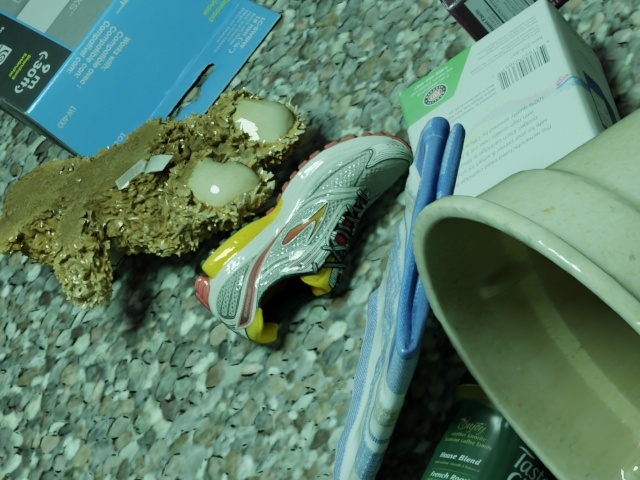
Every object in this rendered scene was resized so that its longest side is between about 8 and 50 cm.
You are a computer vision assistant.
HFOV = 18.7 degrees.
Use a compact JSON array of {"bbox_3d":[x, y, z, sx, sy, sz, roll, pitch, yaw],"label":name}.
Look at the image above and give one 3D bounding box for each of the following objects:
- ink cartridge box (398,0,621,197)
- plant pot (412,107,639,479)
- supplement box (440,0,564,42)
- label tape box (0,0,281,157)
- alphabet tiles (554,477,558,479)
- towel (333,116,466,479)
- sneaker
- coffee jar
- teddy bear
[{"bbox_3d":[0.163,-0.067,1.564,0.154,0.093,0.212,-33,39,19],"label":"ink cartridge box"},{"bbox_3d":[0.280,0.014,1.225,0.305,0.334,0.334,-41,36,-15],"label":"plant pot"},{"bbox_3d":[0.186,-0.265,1.720,0.188,0.081,0.104,-40,39,10],"label":"supplement box"},{"bbox_3d":[-0.228,-0.214,2.047,0.240,0.106,0.334,-53,38,-6],"label":"label tape box"},{"bbox_3d":[0.181,0.206,1.382,0.198,0.009,0.237,-46,39,2],"label":"alphabet tiles"},{"bbox_3d":[0.055,0.062,1.455,0.034,0.285,0.209,13,59,-1],"label":"towel"},{"bbox_3d":[0.000,0.000,1.684,0.225,0.088,0.093,-46,59,3],"label":"sneaker"},{"bbox_3d":[0.118,0.174,1.383,0.079,0.096,0.184,4,62,47],"label":"coffee jar"},{"bbox_3d":[-0.153,-0.035,1.812,0.338,0.113,0.245,-26,33,24],"label":"teddy bear"}]
